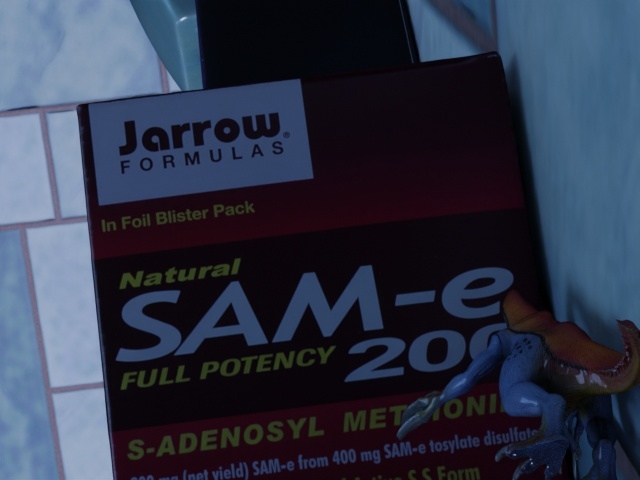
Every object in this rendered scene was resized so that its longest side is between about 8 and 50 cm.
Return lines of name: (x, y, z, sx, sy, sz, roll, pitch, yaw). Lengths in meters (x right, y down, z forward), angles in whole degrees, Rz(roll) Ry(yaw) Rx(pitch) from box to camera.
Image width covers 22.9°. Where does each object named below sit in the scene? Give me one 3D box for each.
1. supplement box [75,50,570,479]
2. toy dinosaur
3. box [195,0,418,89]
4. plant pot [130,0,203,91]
supplement box: (0.006, 0.074, 0.466, 0.073, 0.130, 0.239, 94, 168, -78)
toy dinosaur: (0.061, 0.031, 0.385, 0.090, 0.047, 0.082, -53, 20, 34)
box: (0.003, 0.009, 0.738, 0.184, 0.103, 0.261, 82, 179, -52)
plant pot: (-0.065, -0.222, 1.023, 0.165, 0.166, 0.234, 89, 168, -65)
